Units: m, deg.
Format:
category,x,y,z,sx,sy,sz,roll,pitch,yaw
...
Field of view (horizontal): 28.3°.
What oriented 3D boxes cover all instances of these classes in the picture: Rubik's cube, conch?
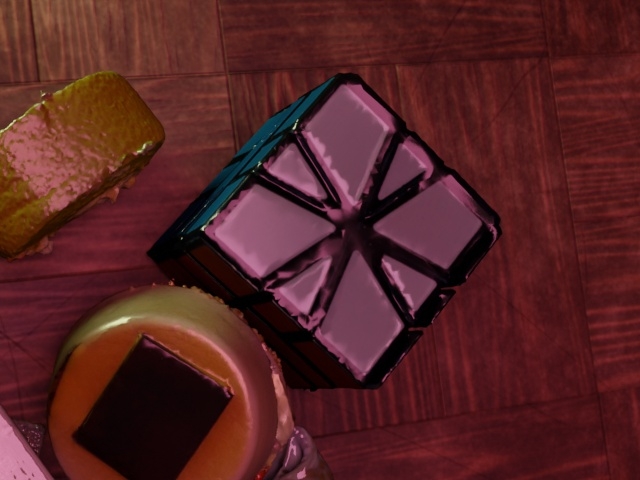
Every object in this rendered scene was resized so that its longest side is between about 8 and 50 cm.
category,x,y,z,sx,sy,sz,roll,pitch,yaw
Rubik's cube,0.000,0.000,1.584,0.293,0.283,0.288,47,70,-12
conch,-0.038,0.322,1.629,0.116,0.106,0.173,-18,70,-2

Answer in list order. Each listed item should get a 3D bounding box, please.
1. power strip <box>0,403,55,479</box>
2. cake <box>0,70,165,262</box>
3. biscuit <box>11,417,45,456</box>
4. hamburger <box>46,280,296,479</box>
category,x,y,z,sx,sy,sz,roll,pitch,yaw
power strip,-0.381,0.266,1.483,0.098,0.058,0.338,-36,97,-20
cake,-0.312,-0.094,1.539,0.260,0.179,0.156,-40,98,-19
biscuit,-0.426,0.326,1.515,0.147,0.046,0.250,17,78,-16
hamburger,-0.186,0.198,1.522,0.302,0.170,0.302,1,98,7
